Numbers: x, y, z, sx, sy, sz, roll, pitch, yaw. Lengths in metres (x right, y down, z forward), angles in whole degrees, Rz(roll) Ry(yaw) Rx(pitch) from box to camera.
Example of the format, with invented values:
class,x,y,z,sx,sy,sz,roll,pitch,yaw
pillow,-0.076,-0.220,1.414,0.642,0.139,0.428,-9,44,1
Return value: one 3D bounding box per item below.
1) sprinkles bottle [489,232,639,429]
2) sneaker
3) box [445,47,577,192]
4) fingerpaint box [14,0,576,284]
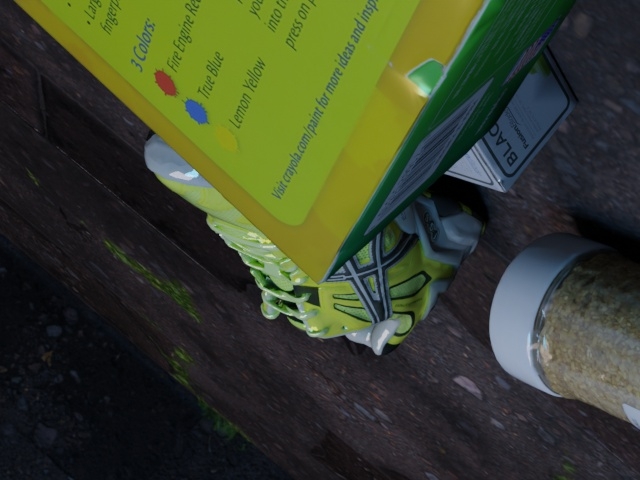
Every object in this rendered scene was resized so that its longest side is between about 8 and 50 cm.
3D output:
class,x,y,z,sx,sy,sz,roll,pitch,yaw
sprinkles bottle,0.282,0.095,1.196,0.355,0.121,0.121,22,155,46
sneaker,0.000,0.000,1.313,0.145,0.147,0.384,23,180,37
box,0.024,-0.147,1.206,0.290,0.087,0.169,21,154,50
fingerpaint box,-0.025,-0.245,0.732,0.371,0.163,0.445,42,149,9
